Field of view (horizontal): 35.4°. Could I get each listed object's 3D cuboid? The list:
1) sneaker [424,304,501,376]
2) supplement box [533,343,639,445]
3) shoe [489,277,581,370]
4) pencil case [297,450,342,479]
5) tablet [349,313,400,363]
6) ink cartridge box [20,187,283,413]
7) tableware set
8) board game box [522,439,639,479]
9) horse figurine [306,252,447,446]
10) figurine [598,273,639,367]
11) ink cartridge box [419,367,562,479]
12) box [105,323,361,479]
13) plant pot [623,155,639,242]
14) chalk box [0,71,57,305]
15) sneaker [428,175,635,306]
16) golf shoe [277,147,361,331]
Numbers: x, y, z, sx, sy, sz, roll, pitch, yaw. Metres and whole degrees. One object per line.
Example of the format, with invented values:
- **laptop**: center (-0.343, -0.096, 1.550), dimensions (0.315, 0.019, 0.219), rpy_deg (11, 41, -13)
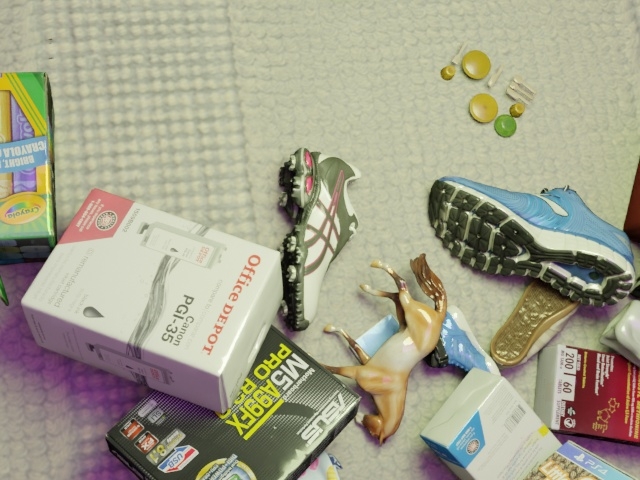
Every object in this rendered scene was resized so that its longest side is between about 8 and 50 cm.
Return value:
- **sneaker**: center (0.203, 0.180, 1.495), dimensions (0.084, 0.058, 0.152), rpy_deg (-31, 89, -14)
- **supplement box**: center (0.451, 0.242, 1.529), dimensions (0.239, 0.073, 0.130), rpy_deg (10, 77, -11)
- **shoe**: center (0.333, 0.119, 1.542), dimensions (0.076, 0.058, 0.219), rpy_deg (38, 67, 27)
- **pencil case**: center (-0.096, 0.376, 1.356), dimensions (0.273, 0.124, 0.113), rpy_deg (-13, 122, -13)
- **tablet**: center (0.090, 0.154, 1.502), dimensions (0.083, 0.006, 0.054), rpy_deg (-36, 88, -16)
- **ink cartridge box**: center (-0.214, 0.076, 1.332), dimensions (0.283, 0.117, 0.207), rpy_deg (18, 57, 10)
- **tableware set**: center (0.264, -0.240, 1.614), dimensions (0.154, 0.024, 0.104), rpy_deg (34, 77, -5)
- **board game box**: center (0.319, 0.467, 1.371), dimensions (0.291, 0.141, 0.232), rpy_deg (-36, 117, -16)
- **horse figurine**: center (0.100, 0.143, 1.455), dimensions (0.174, 0.066, 0.263), rpy_deg (38, 90, 13)
- **figurine**: center (0.552, 0.149, 1.510), dimensions (0.209, 0.092, 0.215), rpy_deg (39, 50, 9)
- **ink cartridge box**: center (0.267, 0.312, 1.450), dimensions (0.134, 0.078, 0.231), rpy_deg (-47, 113, -16)
- **box**: center (-0.113, 0.244, 1.334), dimensions (0.216, 0.060, 0.270), rpy_deg (38, 62, 19)
- **plant pot**: center (0.618, -0.083, 1.547), dimensions (0.267, 0.236, 0.267), rpy_deg (19, 76, -8)
- **chalk box**: center (-0.445, -0.060, 1.339), dimensions (0.179, 0.180, 0.289), rpy_deg (-2, 78, -13)
- **sneaker**: center (0.323, -0.018, 1.540), dimensions (0.330, 0.130, 0.147), rpy_deg (24, 42, 5)
- **golf shoe**: center (0.000, 0.000, 1.467), dimensions (0.120, 0.105, 0.273), rpy_deg (8, 78, -18)
